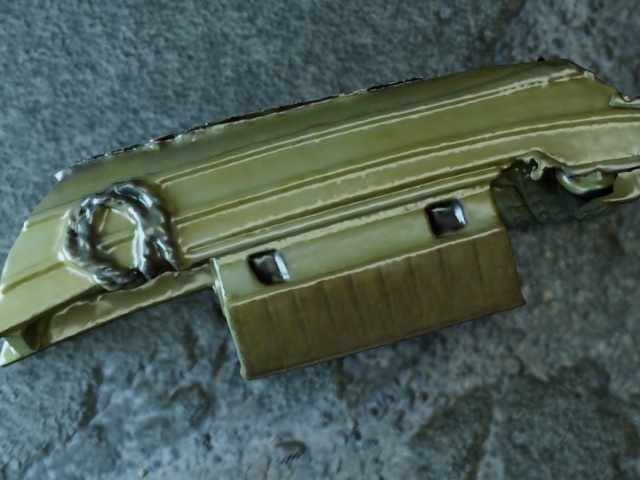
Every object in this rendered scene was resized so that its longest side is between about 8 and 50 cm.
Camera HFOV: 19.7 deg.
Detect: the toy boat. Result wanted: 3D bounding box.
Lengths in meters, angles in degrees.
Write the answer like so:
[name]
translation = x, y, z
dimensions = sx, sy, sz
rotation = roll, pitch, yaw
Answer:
[toy boat]
translation = 0.000, 0.000, 1.180
dimensions = 0.445, 0.136, 0.162
rotation = -13, 75, 0
